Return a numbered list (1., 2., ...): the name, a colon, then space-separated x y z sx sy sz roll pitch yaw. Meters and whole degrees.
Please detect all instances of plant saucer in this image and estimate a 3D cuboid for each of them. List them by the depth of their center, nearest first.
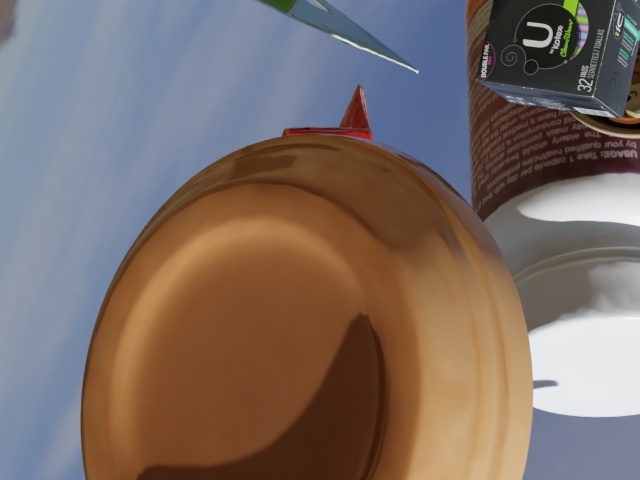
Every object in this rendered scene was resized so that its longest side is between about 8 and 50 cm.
1. plant saucer: -0.018 0.057 0.602 0.200 0.037 0.200 -9 -104 36

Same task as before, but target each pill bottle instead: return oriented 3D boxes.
1. pill bottle: 0.241 -0.060 1.471 0.224 0.224 0.392 131 -33 -52

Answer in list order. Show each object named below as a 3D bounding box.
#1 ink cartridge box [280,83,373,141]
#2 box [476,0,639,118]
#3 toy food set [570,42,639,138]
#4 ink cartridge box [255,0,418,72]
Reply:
1. ink cartridge box: 0.000 0.000 1.373 0.134 0.078 0.231 116 -30 -59
2. box: 0.119 -0.107 0.810 0.052 0.062 0.083 18 84 -63
3. toy food set: 0.245 -0.131 1.285 0.132 0.192 0.038 -43 144 -24
4. ink cartridge box: -0.050 -0.197 0.871 0.189 0.255 0.097 40 -76 31
